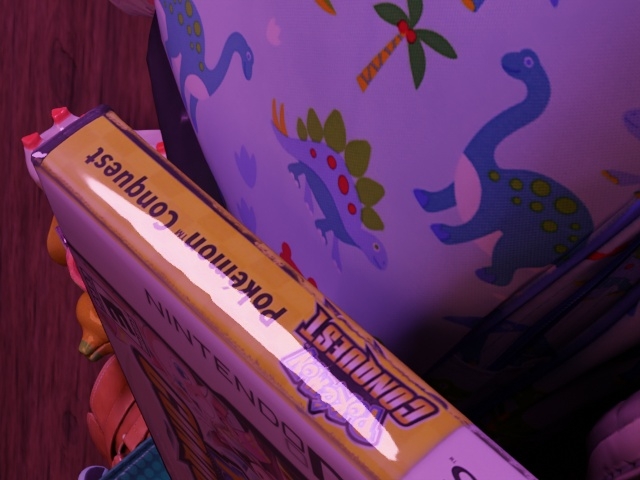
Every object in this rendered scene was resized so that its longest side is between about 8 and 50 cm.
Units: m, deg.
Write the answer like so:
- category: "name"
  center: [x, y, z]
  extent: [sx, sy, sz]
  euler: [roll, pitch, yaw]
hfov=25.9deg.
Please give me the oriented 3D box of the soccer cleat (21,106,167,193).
- category: "soccer cleat"
  center: [-0.097, -0.030, 0.819]
  extent: [0.196, 0.068, 0.076]
  euler: [15, 140, 40]

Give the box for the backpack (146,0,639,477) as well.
- category: "backpack"
  center: [0.080, -0.086, 0.467]
  extent: [0.355, 0.273, 0.290]
  euler: [-33, 70, 38]

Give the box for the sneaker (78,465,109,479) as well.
- category: "sneaker"
  center: [-0.146, 0.208, 0.951]
  extent: [0.098, 0.038, 0.069]
  euler: [58, 136, 22]

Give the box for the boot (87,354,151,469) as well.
- category: "boot"
  center: [-0.081, 0.119, 0.828]
  extent: [0.152, 0.073, 0.197]
  euler: [55, 133, 31]

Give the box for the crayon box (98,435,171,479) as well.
- category: "crayon box"
  center: [-0.029, 0.238, 0.719]
  extent: [0.278, 0.081, 0.165]
  euler: [47, 136, 4]

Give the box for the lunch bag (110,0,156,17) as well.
- category: "lunch bag"
  center: [-0.066, -0.138, 0.728]
  extent: [0.071, 0.083, 0.053]
  euler: [17, 112, 47]

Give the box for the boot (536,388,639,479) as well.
- category: "boot"
  center: [0.188, 0.163, 0.423]
  extent: [0.284, 0.138, 0.377]
  euler: [60, 156, 17]

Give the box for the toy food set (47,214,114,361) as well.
- category: "toy food set"
  center: [-0.102, 0.031, 0.758]
  extent: [0.128, 0.071, 0.218]
  euler: [42, 160, -11]

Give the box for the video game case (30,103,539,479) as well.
- category: "video game case"
  center: [0.014, 0.112, 0.489]
  extent: [0.248, 0.035, 0.275]
  euler: [40, 157, 32]
